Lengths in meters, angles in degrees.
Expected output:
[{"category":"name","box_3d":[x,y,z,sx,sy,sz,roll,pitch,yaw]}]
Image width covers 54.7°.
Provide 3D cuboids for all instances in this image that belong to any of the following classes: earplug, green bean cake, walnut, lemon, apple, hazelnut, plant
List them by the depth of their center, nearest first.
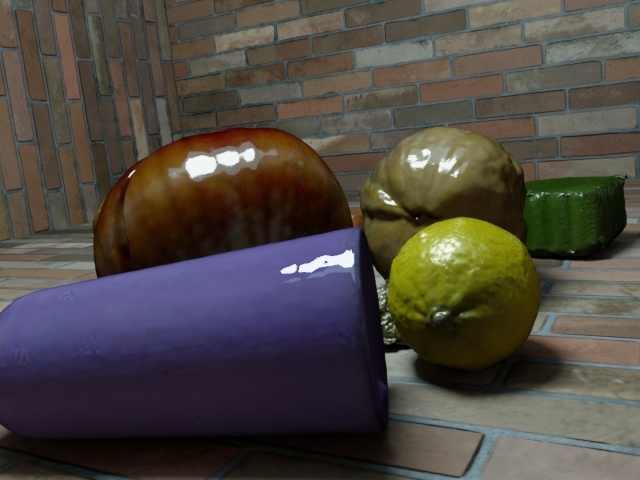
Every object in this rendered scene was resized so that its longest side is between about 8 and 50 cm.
[{"category":"earplug","box_3d":[-0.157,0.119,0.685,0.455,0.215,0.215,-8,9,9]},{"category":"lemon","box_3d":[0.181,0.066,0.793,0.192,0.192,0.231,-2,8,23]},{"category":"plant","box_3d":[0.096,0.124,0.925,0.116,0.104,0.122,27,-37,-17]},{"category":"hazelnut","box_3d":[-0.146,-0.003,0.980,0.409,0.359,0.359,-18,13,-19]},{"category":"walnut","box_3d":[0.226,-0.050,1.112,0.306,0.306,0.344,-2,8,21]},{"category":"green bean cake","box_3d":[0.539,-0.058,1.398,0.246,0.156,0.249,1,12,40]},{"category":"apple","box_3d":[0.077,-0.029,1.662,0.126,0.102,0.126,-7,10,1]}]

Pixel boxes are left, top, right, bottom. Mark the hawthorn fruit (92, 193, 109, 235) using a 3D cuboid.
[{"category":"hawthorn fruit","box_3d":[-0.397,-0.012,1.423,0.298,0.277,0.277,-12,5,34]}]
